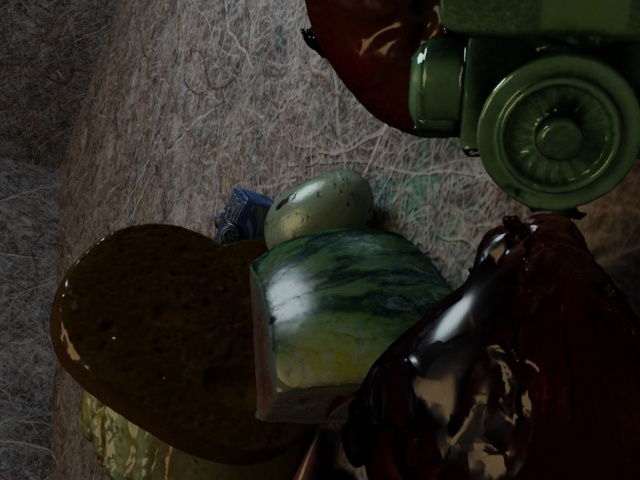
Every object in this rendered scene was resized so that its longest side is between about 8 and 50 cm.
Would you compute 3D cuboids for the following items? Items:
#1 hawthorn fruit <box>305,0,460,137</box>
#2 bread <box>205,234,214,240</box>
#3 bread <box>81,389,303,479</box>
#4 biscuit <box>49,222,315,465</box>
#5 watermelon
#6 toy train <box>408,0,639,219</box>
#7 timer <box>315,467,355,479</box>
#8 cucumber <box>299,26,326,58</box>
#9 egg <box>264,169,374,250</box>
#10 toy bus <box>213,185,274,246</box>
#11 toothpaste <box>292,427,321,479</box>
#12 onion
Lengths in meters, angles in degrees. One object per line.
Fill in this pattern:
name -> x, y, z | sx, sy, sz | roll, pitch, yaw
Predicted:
hawthorn fruit -> 0.118, -0.241, 0.645 | 0.299, 0.275, 0.275 | -98, 31, -52
bread -> -0.226, 0.044, 1.394 | 0.083, 0.044, 0.110 | 2, 81, 59
bread -> -0.169, 0.243, 1.034 | 0.395, 0.239, 0.264 | 34, 111, 50
biscuit -> -0.147, 0.112, 0.923 | 0.063, 0.367, 0.314 | -58, 1, 46
watermelon -> 0.034, 0.109, 0.803 | 0.261, 0.213, 0.201 | -108, 23, -49
toy train -> 0.204, -0.137, 0.438 | 0.167, 0.299, 0.238 | -62, -27, -67
timer -> 0.020, 0.382, 0.848 | 0.144, 0.055, 0.187 | 7, 83, 67
cucumber -> 0.018, -0.293, 1.058 | 0.181, 0.053, 0.053 | 46, 122, 58
egg -> 0.000, -0.026, 0.929 | 0.164, 0.131, 0.131 | -50, 39, 20
toy bus -> -0.145, 0.031, 1.205 | 0.236, 0.094, 0.079 | -70, 24, 16
toothpaste -> -0.031, 0.340, 0.922 | 0.067, 0.043, 0.194 | 75, -147, -77
onion -> 0.138, 0.137, 0.545 | 0.281, 0.221, 0.281 | -177, 90, -65
